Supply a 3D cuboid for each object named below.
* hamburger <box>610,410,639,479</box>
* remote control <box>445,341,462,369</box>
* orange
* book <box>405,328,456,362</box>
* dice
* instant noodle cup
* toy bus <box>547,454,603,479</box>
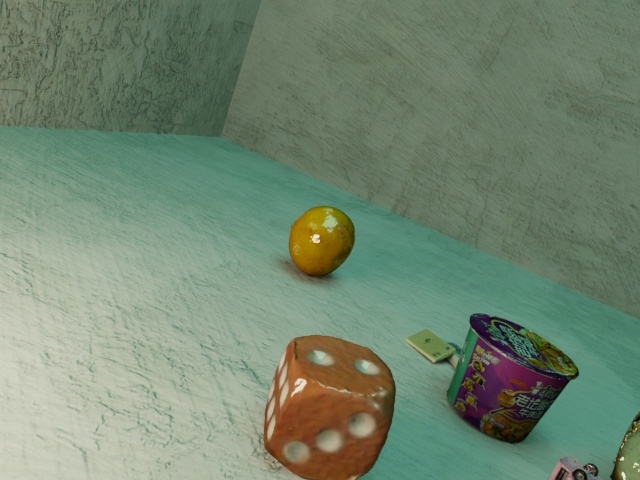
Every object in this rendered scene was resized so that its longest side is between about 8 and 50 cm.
[{"bbox_3d":[0.719,0.417,1.060,0.195,0.318,0.277,30,-13,38],"label":"hamburger"},{"bbox_3d":[0.362,0.308,1.429,0.074,0.032,0.122,11,19,-30],"label":"remote control"},{"bbox_3d":[0.003,0.000,1.655,0.193,0.219,0.219,49,20,4],"label":"orange"},{"bbox_3d":[0.290,0.277,1.426,0.077,0.014,0.111,-17,31,-30],"label":"book"},{"bbox_3d":[0.009,0.266,0.885,0.179,0.174,0.175,20,17,-6],"label":"dice"},{"bbox_3d":[0.408,0.307,1.203,0.251,0.190,0.251,20,16,-6],"label":"instant noodle cup"},{"bbox_3d":[0.503,0.475,0.952,0.063,0.090,0.203,5,21,-41],"label":"toy bus"}]
